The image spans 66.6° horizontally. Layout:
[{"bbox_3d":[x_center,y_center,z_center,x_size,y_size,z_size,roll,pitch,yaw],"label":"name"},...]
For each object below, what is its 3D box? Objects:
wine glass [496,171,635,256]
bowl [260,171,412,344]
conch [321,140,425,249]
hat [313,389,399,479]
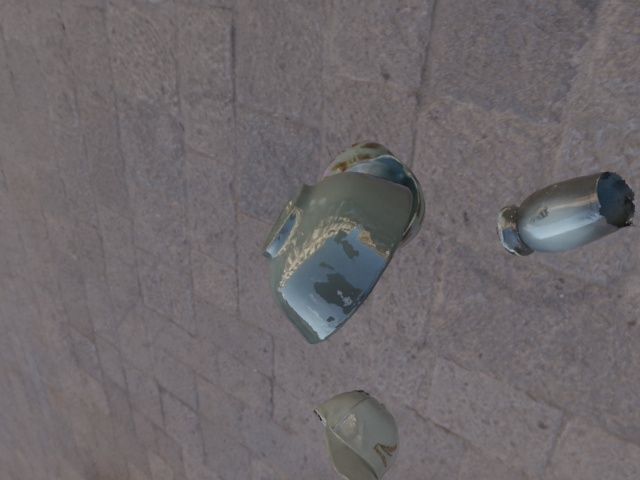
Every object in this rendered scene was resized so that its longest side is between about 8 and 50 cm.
[{"bbox_3d":[0.394,-0.038,0.801,0.111,0.111,0.204,62,151,-1],"label":"wine glass"},{"bbox_3d":[0.000,0.000,0.762,0.146,0.289,0.289,33,134,-10],"label":"bowl"},{"bbox_3d":[0.119,-0.109,1.112,0.249,0.197,0.368,-25,64,31],"label":"conch"},{"bbox_3d":[0.125,0.521,1.200,0.168,0.301,0.258,-33,107,3],"label":"hat"}]
